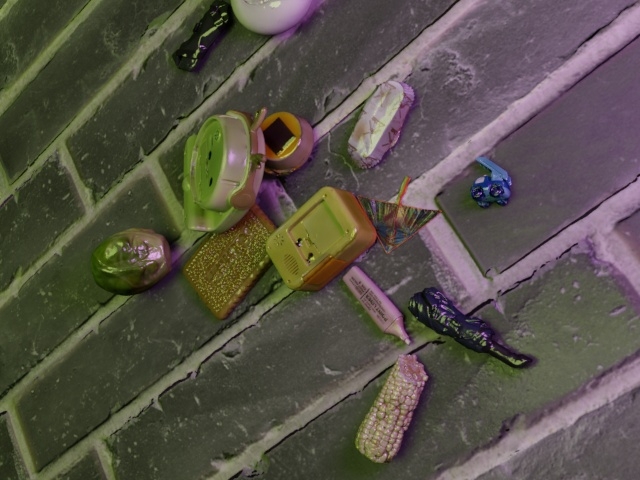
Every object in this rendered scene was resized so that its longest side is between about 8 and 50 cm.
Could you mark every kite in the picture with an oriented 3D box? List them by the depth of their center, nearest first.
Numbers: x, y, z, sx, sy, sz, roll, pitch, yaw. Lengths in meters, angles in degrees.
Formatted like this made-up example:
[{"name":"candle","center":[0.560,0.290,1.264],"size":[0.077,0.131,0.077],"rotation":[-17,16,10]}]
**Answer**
[{"name":"kite","center":[0.149,-0.051,1.523],"size":[0.190,0.010,0.159],"rotation":[11,89,31]}]

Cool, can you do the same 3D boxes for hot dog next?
[{"name":"hot dog","center":[0.116,-0.233,1.542],"size":[0.099,0.053,0.192],"rotation":[33,104,31]}]

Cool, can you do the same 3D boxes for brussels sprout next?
[{"name":"brussels sprout","center":[-0.436,0.052,1.781],"size":[0.181,0.144,0.161],"rotation":[-3,114,-7]}]

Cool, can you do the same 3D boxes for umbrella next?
[{"name":"umbrella","center":[0.264,0.165,1.394],"size":[0.248,0.071,0.070],"rotation":[35,102,31]}]

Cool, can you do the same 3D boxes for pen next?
[{"name":"pen","center":[0.114,0.132,1.509],"size":[0.053,0.032,0.197],"rotation":[-50,61,16]}]

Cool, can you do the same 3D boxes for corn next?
[{"name":"corn","center":[0.137,0.318,1.441],"size":[0.087,0.087,0.210],"rotation":[30,100,30]}]

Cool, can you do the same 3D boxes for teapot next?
[{"name":"teapot","center":[-0.121,-0.551,1.675],"size":[0.298,0.139,0.204],"rotation":[4,88,31]}]

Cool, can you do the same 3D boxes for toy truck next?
[{"name":"toy truck","center":[0.310,-0.110,1.412],"size":[0.073,0.056,0.090],"rotation":[-7,67,26]}]

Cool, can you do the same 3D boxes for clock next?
[{"name":"clock","center":[0.000,0.000,1.557],"size":[0.202,0.096,0.143],"rotation":[-41,68,22]},{"name":"clock","center":[-0.197,-0.164,1.622],"size":[0.308,0.096,0.234],"rotation":[-33,54,52]}]

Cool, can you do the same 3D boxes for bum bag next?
[{"name":"bum bag","center":[-0.282,-0.482,1.815],"size":[0.197,0.049,0.087],"rotation":[-48,58,18]}]

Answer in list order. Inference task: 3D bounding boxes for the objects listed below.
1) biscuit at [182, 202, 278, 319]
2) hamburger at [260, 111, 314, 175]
[{"name":"biscuit","center":[-0.198,0.037,1.712],"size":[0.254,0.029,0.172],"rotation":[-51,63,17]},{"name":"hamburger","center":[-0.079,-0.204,1.640],"size":[0.127,0.081,0.141],"rotation":[32,88,28]}]
